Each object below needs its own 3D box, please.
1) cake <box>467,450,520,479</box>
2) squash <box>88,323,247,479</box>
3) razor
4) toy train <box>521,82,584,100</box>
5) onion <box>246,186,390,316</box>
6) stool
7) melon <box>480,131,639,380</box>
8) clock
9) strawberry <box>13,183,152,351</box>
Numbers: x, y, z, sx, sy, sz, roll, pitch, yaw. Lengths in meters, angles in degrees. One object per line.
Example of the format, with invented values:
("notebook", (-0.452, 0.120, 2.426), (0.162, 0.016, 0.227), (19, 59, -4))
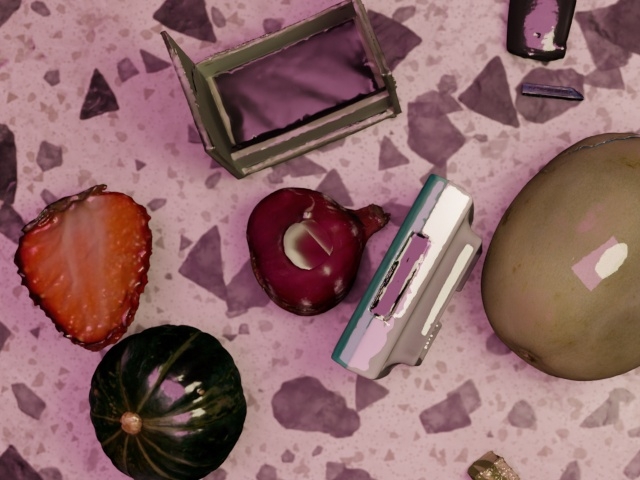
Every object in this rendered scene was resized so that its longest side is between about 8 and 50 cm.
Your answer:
("cake", (0.253, 0.339, 1.860), (0.051, 0.055, 0.140), (-40, 85, -5))
("squash", (-0.197, 0.212, 1.846), (0.218, 0.172, 0.218), (14, 111, 41))
("razor", (0.297, -0.314, 1.906), (0.090, 0.054, 0.148), (9, 86, 10))
("toy train", (0.313, -0.199, 1.914), (0.083, 0.017, 0.017), (6, 79, 6))
("onion", (-0.001, -0.001, 1.870), (0.198, 0.135, 0.173), (-29, 86, 1))
("stool", (-0.043, -0.212, 1.822), (0.244, 0.270, 0.170), (-23, 83, 3))
("melon", (0.354, 0.016, 1.767), (0.268, 0.268, 0.330), (37, 78, 7))
("clock", (0.122, 0.059, 1.806), (0.116, 0.231, 0.262), (28, 88, 3))
("strawberry", (-0.298, 0.052, 1.893), (0.190, 0.111, 0.236), (-17, 61, 3))
